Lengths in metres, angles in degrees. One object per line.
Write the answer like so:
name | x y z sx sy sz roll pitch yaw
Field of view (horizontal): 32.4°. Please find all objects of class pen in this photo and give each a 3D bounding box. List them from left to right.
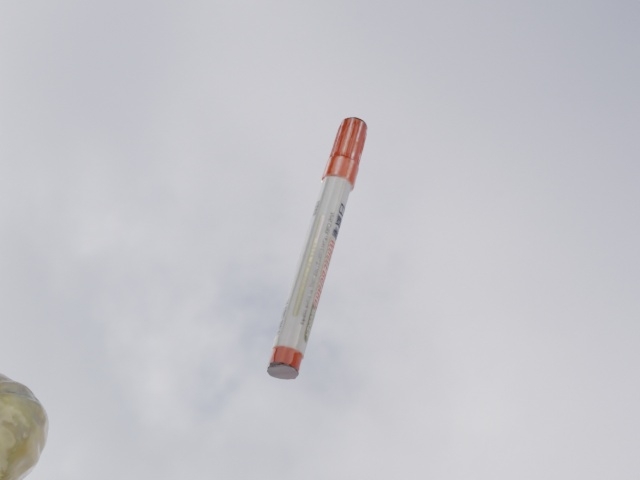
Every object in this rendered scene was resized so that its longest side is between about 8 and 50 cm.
pen | 0.000 0.000 0.868 0.028 0.028 0.239 2 -124 23

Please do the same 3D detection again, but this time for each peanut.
peanut | -0.355 0.199 1.061 0.290 0.130 0.130 -34 -98 51
